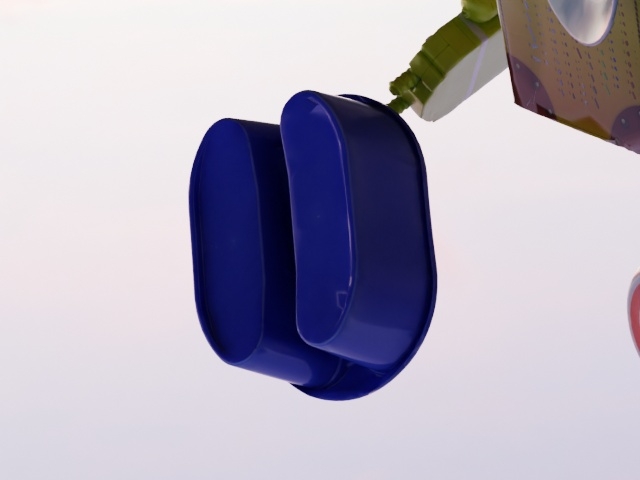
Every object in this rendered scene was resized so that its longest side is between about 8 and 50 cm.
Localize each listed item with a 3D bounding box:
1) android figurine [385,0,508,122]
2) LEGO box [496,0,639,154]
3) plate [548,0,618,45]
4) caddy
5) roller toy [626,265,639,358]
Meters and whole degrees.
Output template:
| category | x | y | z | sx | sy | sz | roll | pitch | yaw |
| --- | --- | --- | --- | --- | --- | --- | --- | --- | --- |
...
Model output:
| category | x | y | z | sx | sy | sz | roll | pitch | yaw |
| --- | --- | --- | --- | --- | --- | --- | --- | --- | --- |
| android figurine | 0.182 | -0.226 | 1.743 | 0.273 | 0.248 | 0.056 | -37 | -103 | -10 |
| LEGO box | 0.317 | -0.373 | 1.274 | 0.372 | 0.500 | 0.193 | -29 | -147 | -22 |
| plate | 0.185 | -0.234 | 1.142 | 0.024 | 0.188 | 0.188 | -14 | -155 | -8 |
| caddy | 0.000 | 0.000 | 1.695 | 0.241 | 0.341 | 0.179 | -15 | 163 | 34 |
| roller toy | 0.484 | 0.096 | 1.928 | 0.146 | 0.191 | 0.209 | -17 | -153 | -21 |
